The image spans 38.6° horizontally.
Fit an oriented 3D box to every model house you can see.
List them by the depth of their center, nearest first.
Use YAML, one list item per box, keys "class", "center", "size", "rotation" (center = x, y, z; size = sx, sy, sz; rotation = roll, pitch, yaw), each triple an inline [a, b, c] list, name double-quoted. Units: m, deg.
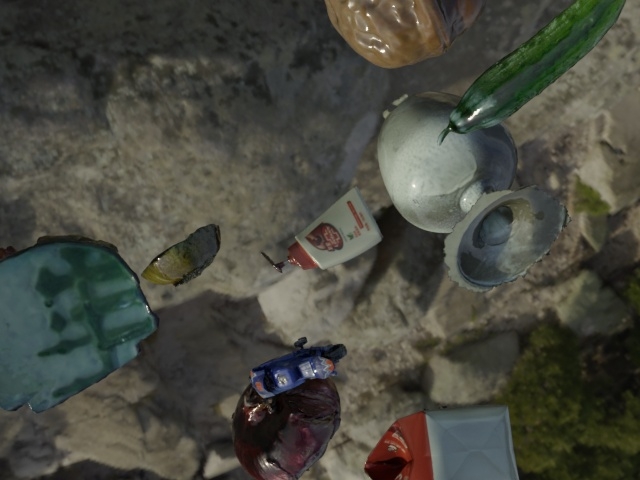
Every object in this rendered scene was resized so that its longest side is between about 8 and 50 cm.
- class: "model house"
  center: [-0.470, 0.108, 1.565]
  size: [0.295, 0.329, 0.251]
  rotation: [-30, 105, -15]

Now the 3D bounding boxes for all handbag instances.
- class: "handbag"
  center: [0.188, 0.362, 1.538]
  size: [0.171, 0.151, 0.298]
  rotation: [0, 165, -20]

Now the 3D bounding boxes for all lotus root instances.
- class: "lotus root"
  center: [-0.279, 0.045, 1.925]
  size: [0.183, 0.078, 0.203]
  rotation: [-32, 178, -26]

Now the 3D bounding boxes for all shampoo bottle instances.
- class: "shampoo bottle"
  center: [0.000, 0.000, 2.215]
  size: [0.284, 0.153, 0.071]
  rotation: [-28, 167, 0]

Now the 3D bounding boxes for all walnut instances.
- class: "walnut"
  center: [0.137, -0.413, 1.471]
  size: [0.273, 0.227, 0.273]
  rotation: [-1, 93, -28]

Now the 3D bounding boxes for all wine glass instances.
- class: "wine glass"
  center: [0.225, -0.094, 1.470]
  size: [0.238, 0.323, 0.238]
  rotation: [-14, 129, -18]

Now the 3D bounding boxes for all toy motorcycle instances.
- class: "toy motorcycle"
  center: [-0.051, 0.231, 1.641]
  size: [0.205, 0.076, 0.114]
  rotation: [-19, -172, 23]

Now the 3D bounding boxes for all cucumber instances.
- class: "cucumber"
  center: [0.217, -0.178, 0.943]
  size: [0.250, 0.056, 0.056]
  rotation: [-38, 142, 25]

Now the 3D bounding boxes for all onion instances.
- class: "onion"
  center: [-0.098, 0.431, 2.194]
  size: [0.232, 0.314, 0.314]
  rotation: [28, 117, -35]

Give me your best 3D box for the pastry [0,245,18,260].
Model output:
- class: "pastry"
  center: [-0.695, 0.076, 1.819]
  size: [0.208, 0.097, 0.115]
  rotation: [-8, 144, -28]
